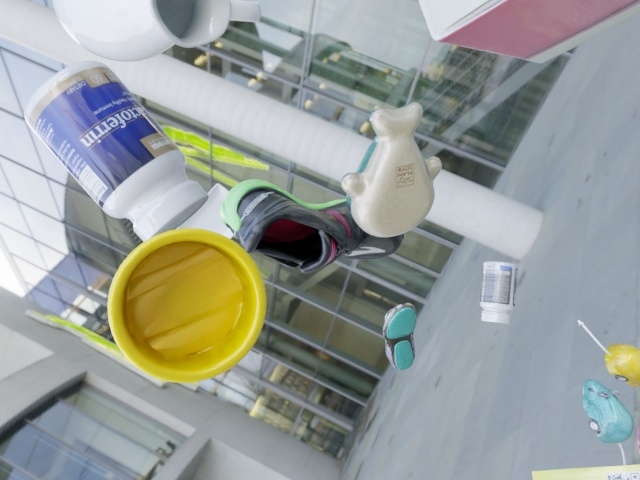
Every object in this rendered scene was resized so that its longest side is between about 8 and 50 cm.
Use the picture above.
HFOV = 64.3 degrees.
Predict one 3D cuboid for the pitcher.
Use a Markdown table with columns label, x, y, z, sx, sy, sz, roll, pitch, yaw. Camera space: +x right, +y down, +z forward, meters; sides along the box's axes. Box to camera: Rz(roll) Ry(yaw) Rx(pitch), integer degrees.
| label | x | y | z | sx | sy | sz | roll | pitch | yaw |
| --- | --- | --- | --- | --- | --- | --- | --- | --- | --- |
| pitcher | -0.191 | -0.272 | 0.595 | 0.178 | 0.207 | 0.125 | -21 | -59 | -52 |

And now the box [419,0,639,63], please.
| label | x | y | z | sx | sy | sz | roll | pitch | yaw |
| --- | --- | --- | --- | --- | --- | --- | --- | --- | --- |
| box | 0.187 | -0.261 | 0.451 | 0.232 | 0.148 | 0.127 | -15 | -4 | -45 |

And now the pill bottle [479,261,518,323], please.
| label | x | y | z | sx | sy | sz | roll | pitch | yaw |
| --- | --- | --- | --- | --- | --- | --- | --- | --- | --- |
| pill bottle | 0.409 | 0.120 | 1.172 | 0.078 | 0.078 | 0.137 | 49 | -132 | -80 |

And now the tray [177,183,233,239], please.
| label | x | y | z | sx | sy | sz | roll | pitch | yaw |
| --- | --- | --- | --- | --- | --- | --- | --- | --- | --- |
| tray | -0.348 | -0.033 | 1.567 | 0.270 | 0.145 | 0.030 | -52 | 5 | -16 |

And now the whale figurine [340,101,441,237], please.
| label | x | y | z | sx | sy | sz | roll | pitch | yaw |
| --- | --- | --- | --- | --- | --- | --- | --- | --- | --- |
| whale figurine | 0.131 | -0.142 | 1.004 | 0.141 | 0.216 | 0.272 | -126 | 26 | -52 |

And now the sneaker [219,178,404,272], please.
| label | x | y | z | sx | sy | sz | roll | pitch | yaw |
| --- | --- | --- | --- | --- | --- | --- | --- | --- | --- |
| sneaker | 0.000 | 0.000 | 1.195 | 0.185 | 0.483 | 0.202 | -60 | 39 | 34 |

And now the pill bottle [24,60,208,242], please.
| label | x | y | z | sx | sy | sz | roll | pitch | yaw |
| --- | --- | --- | --- | --- | --- | --- | --- | --- | --- |
| pill bottle | -0.309 | -0.131 | 0.798 | 0.153 | 0.264 | 0.153 | -40 | 5 | 4 |

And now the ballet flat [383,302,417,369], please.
| label | x | y | z | sx | sy | sz | roll | pitch | yaw |
| --- | --- | --- | --- | --- | --- | --- | --- | --- | --- |
| ballet flat | 0.088 | 0.104 | 0.589 | 0.041 | 0.041 | 0.114 | -58 | -30 | -41 |

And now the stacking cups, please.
| label | x | y | z | sx | sy | sz | roll | pitch | yaw |
| --- | --- | --- | --- | --- | --- | --- | --- | --- | --- |
| stacking cups | -0.126 | 0.037 | 0.455 | 0.096 | 0.096 | 0.316 | -64 | 17 | -7 |

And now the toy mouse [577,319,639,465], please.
| label | x | y | z | sx | sy | sz | roll | pitch | yaw |
| --- | --- | --- | --- | --- | --- | --- | --- | --- | --- |
| toy mouse | 0.322 | 0.178 | 0.515 | 0.143 | 0.161 | 0.031 | -62 | 8 | -29 |

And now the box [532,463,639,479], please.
| label | x | y | z | sx | sy | sz | roll | pitch | yaw |
| --- | --- | --- | --- | --- | --- | --- | --- | --- | --- |
| box | 0.251 | 0.254 | 0.414 | 0.232 | 0.087 | 0.058 | 49 | -144 | -34 |
